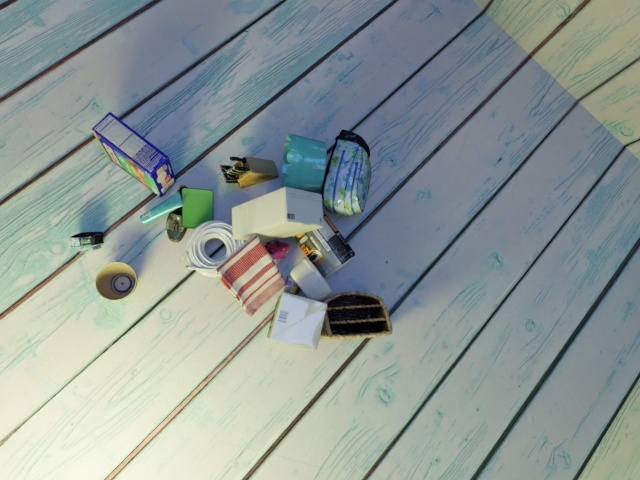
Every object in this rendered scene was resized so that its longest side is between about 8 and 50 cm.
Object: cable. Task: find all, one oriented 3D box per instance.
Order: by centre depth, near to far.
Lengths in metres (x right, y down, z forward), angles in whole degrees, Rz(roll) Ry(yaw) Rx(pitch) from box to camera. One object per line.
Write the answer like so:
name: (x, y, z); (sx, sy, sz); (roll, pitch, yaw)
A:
cable: (-0.480, 0.039, 1.866); (0.257, 0.089, 0.256); (21, 79, -12)

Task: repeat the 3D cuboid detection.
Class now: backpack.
backpack: (-1.019, 0.007, 1.776); (0.115, 0.105, 0.084); (-1, 98, -1)
backpack: (0.129, -0.293, 1.963); (0.274, 0.290, 0.355); (27, 80, 15)

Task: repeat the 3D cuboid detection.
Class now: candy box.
candy box: (-0.817, -0.370, 1.811); (0.317, 0.268, 0.122); (38, 70, 0)

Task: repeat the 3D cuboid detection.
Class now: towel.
towel: (-0.294, 0.159, 1.787); (0.237, 0.328, 0.037); (-44, 44, -20)
towel: (-0.140, 0.211, 1.939); (0.060, 0.009, 0.083); (13, 76, -6)

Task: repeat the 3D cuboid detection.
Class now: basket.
basket: (0.153, 0.335, 1.855); (0.300, 0.223, 0.213); (-1, 78, -10)

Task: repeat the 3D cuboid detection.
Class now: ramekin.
ramekin: (-0.047, 0.188, 1.865); (0.109, 0.207, 0.207); (-37, 86, -7)

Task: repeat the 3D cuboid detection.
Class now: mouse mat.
mouse mat: (-0.570, -0.148, 1.896); (0.153, 0.007, 0.189); (2, 84, -37)

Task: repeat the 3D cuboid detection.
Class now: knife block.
knife block: (-0.327, -0.336, 1.906); (0.276, 0.242, 0.088); (-19, 83, -14)

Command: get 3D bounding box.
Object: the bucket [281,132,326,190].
bucket: (-0.083, -0.361, 1.948); (0.183, 0.281, 0.280); (6, 77, -11)

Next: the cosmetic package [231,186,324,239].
cosmetic package: (-0.193, -0.101, 1.780); (0.217, 0.385, 0.156); (7, 74, -47)

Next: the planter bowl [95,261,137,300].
planter bowl: (-0.867, 0.181, 1.761); (0.162, 0.109, 0.161); (2, 78, -11)

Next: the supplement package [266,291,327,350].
supplement package: (-0.108, 0.354, 1.780); (0.198, 0.262, 0.199); (16, 75, -7)

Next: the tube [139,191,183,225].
tube: (-0.719, -0.141, 1.854); (0.207, 0.052, 0.080); (-29, 73, 6)

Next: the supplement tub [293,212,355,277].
supplement tub: (0.000, 0.000, 1.917); (0.194, 0.193, 0.316); (-35, 85, -16)

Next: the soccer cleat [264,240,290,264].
soccer cleat: (-0.280, 0.121, 1.894); (0.331, 0.143, 0.116); (-30, 40, -31)

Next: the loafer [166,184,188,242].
loafer: (-0.658, -0.128, 1.881); (0.096, 0.084, 0.267); (8, 76, -8)
